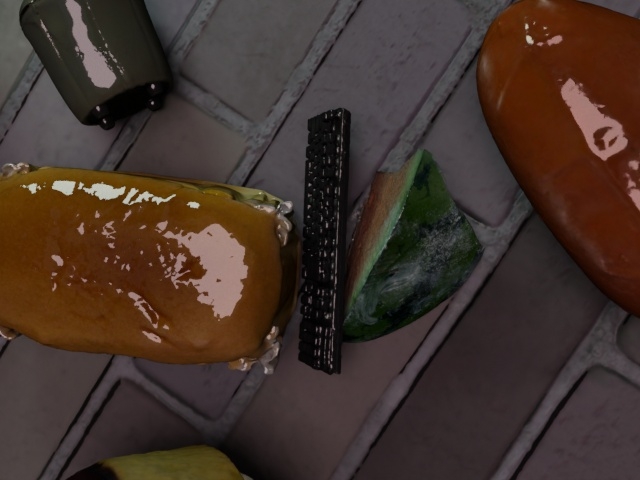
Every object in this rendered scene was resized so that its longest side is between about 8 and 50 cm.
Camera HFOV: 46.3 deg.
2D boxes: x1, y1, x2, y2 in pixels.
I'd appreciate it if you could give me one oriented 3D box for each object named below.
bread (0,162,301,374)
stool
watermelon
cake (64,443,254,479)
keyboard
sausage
[{"bbox_3d":[-0.139,0.017,0.563,0.241,0.107,0.136,7,94,9],"label":"bread"},{"bbox_3d":[-0.168,-0.147,0.575,0.096,0.096,0.110,-26,90,8],"label":"stool"},{"bbox_3d":[0.060,0.018,0.563,0.101,0.080,0.155,26,92,-27],"label":"watermelon"},{"bbox_3d":[-0.086,0.243,0.536,0.207,0.178,0.185,-34,61,40],"label":"cake"},{"bbox_3d":[0.000,0.000,0.565,0.018,0.060,0.196,3,89,-26],"label":"keyboard"},{"bbox_3d":[0.199,-0.049,0.497,0.133,0.133,0.258,-35,87,7],"label":"sausage"}]
